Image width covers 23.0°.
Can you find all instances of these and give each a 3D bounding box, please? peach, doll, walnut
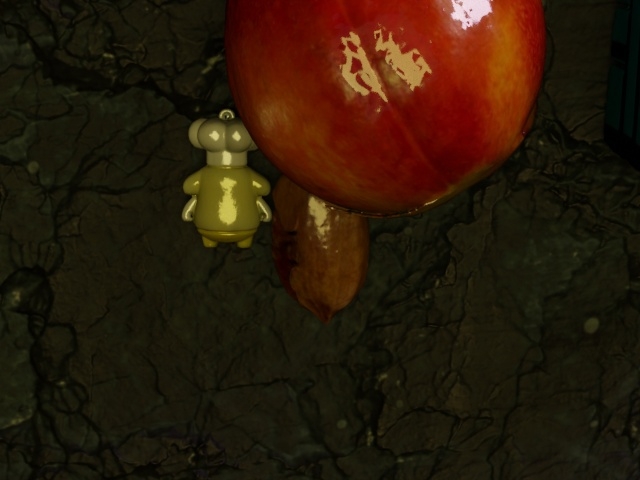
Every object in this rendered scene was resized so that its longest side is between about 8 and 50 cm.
[{"bbox_3d":[0.059,-0.216,1.650,0.370,0.370,0.370,0,102,-1],"label":"peach"},{"bbox_3d":[-0.108,-0.072,1.818,0.106,0.062,0.162,1,104,-1],"label":"doll"},{"bbox_3d":[0.000,0.000,1.817,0.116,0.116,0.207,-6,109,0],"label":"walnut"}]

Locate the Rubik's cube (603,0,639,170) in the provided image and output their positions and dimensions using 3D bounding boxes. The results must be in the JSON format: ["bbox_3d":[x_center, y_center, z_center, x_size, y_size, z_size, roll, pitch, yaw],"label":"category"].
[{"bbox_3d":[0.475,-0.210,1.689,0.293,0.283,0.288,4,103,1],"label":"Rubik's cube"}]
